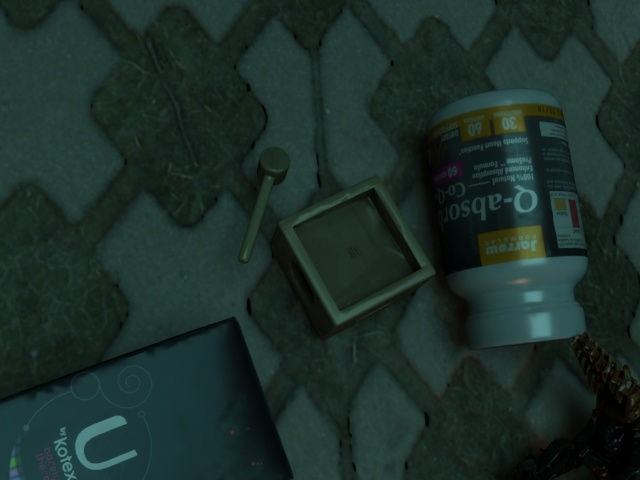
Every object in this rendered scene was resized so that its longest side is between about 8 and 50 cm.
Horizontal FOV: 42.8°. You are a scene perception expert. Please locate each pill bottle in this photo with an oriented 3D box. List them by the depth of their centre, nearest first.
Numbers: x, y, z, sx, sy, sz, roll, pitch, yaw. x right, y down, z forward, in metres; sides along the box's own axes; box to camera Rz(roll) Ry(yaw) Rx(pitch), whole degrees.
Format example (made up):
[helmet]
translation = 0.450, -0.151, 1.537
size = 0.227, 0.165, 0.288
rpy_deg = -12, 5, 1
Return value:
[pill bottle]
translation = 0.217, -0.020, 0.942
size = 0.162, 0.162, 0.279
rpy_deg = -3, 79, -19

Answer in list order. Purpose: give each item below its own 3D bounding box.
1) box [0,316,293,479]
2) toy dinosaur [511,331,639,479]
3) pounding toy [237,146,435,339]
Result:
[box]
translation = -0.188, 0.196, 0.768
size = 0.270, 0.143, 0.165
rpy_deg = -19, 86, -22
[toy dinosaur]
translation = 0.329, 0.250, 0.927
size = 0.218, 0.164, 0.322
rpy_deg = -34, 93, -26
[pounding toy]
translation = -0.011, -0.001, 0.903
size = 0.181, 0.094, 0.206
rpy_deg = -26, 79, -17
